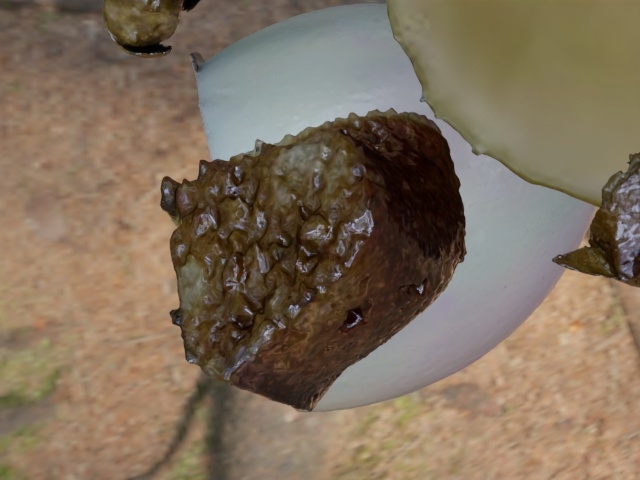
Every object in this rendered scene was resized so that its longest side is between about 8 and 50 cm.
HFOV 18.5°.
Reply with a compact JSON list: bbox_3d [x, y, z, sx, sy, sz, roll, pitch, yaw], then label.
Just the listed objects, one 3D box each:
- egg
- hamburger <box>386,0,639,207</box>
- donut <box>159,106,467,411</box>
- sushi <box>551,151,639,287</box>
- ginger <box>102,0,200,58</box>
[{"bbox_3d":[0.090,-0.050,1.750,0.340,0.354,0.354,-16,86,3],"label":"egg"},{"bbox_3d":[0.223,-0.217,1.270,0.395,0.277,0.396,4,108,13],"label":"hamburger"},{"bbox_3d":[0.007,0.005,0.943,0.126,0.186,0.144,-35,62,19],"label":"donut"},{"bbox_3d":[0.174,-0.020,0.992,0.120,0.052,0.055,-50,61,8],"label":"sushi"},{"bbox_3d":[-0.094,-0.285,1.801,0.309,0.107,0.133,-31,84,37],"label":"ginger"}]
